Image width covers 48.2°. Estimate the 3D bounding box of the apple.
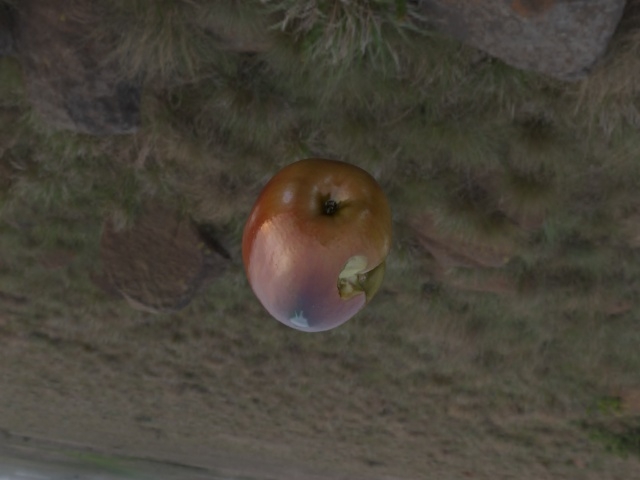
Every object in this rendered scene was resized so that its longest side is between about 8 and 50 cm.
[{"bbox_3d":[0.000,0.000,0.814,0.199,0.199,0.199,8,159,3],"label":"apple"}]
